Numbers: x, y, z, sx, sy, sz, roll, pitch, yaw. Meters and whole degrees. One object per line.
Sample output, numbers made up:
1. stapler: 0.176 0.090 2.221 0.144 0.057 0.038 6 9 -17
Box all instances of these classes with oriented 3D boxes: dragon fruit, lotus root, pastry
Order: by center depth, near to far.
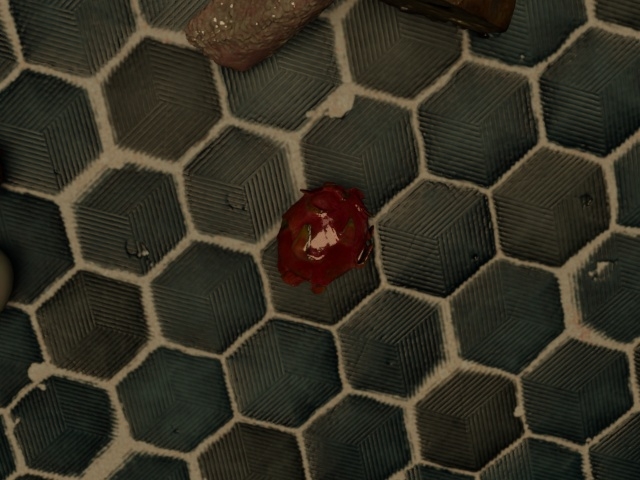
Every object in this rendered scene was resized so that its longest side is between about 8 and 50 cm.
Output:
1. pastry: -0.055 -0.306 0.854 0.265 0.103 0.112 -38 81 32
2. lotus root: 0.126 -0.331 0.861 0.261 0.170 0.074 16 104 -9
3. dragon fruit: 0.000 0.000 0.936 0.136 0.133 0.166 43 108 1

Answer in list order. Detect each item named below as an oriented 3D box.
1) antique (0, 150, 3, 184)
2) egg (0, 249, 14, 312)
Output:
1. antique: -0.487 -0.095 0.926 0.104 0.104 0.104 0 101 -1
2. egg: -0.491 0.066 0.955 0.103 0.103 0.135 33 97 -7
